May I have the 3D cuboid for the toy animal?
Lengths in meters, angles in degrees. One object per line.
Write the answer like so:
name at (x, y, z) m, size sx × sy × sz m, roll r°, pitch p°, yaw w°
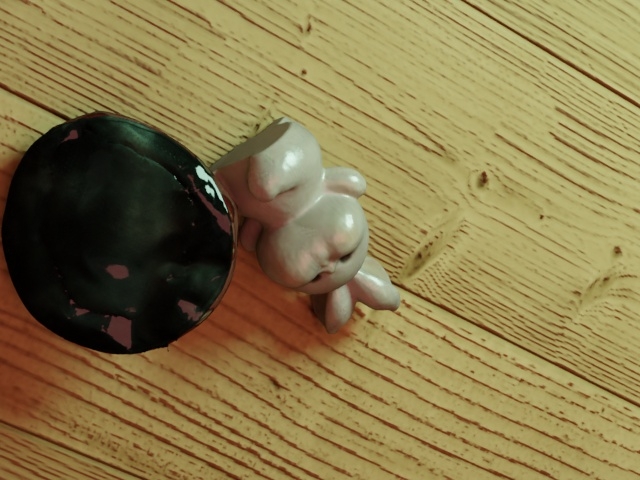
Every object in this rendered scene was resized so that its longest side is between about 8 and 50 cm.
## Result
toy animal at (-0.001, 0.001, 1.396) m, size 0.124 × 0.124 × 0.212 m, roll -40°, pitch 110°, yaw -9°

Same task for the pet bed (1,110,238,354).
pet bed at (-0.160, -0.002, 1.328) m, size 0.201 × 0.053 × 0.201 m, roll 1°, pitch 101°, yaw 8°
